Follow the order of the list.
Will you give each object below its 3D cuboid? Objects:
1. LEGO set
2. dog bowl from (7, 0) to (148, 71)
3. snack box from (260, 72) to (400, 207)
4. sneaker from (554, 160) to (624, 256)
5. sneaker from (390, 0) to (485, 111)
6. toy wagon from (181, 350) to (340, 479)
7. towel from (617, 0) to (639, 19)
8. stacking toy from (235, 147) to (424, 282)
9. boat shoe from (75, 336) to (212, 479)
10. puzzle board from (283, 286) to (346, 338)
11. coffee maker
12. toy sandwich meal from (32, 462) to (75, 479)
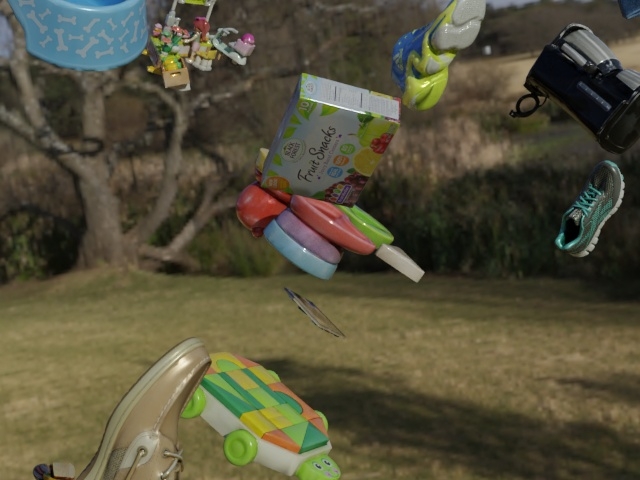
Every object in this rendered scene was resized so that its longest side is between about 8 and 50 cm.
[{"bbox_3d":[-0.197,-0.312,1.547,0.132,0.107,0.287,25,22,8],"label":"LEGO set"},{"bbox_3d":[-0.329,-0.303,1.168,0.297,0.074,0.166,28,43,6],"label":"dog bowl"},{"bbox_3d":[0.008,-0.094,1.005,0.100,0.037,0.141,14,-37,-11],"label":"snack box"},{"bbox_3d":[0.421,-0.046,1.622,0.065,0.167,0.076,32,24,35],"label":"sneaker"},{"bbox_3d":[0.188,-0.350,1.790,0.091,0.240,0.126,4,35,-42],"label":"sneaker"},{"bbox_3d":[-0.080,0.309,1.715,0.344,0.068,0.267,37,15,23],"label":"toy wagon"},{"bbox_3d":[0.422,-0.323,1.272,0.119,0.067,0.029,-18,6,25],"label":"towel"},{"bbox_3d":[0.000,0.000,1.717,0.279,0.130,0.309,31,11,-27],"label":"stacking toy"},{"bbox_3d":[-0.226,0.285,1.325,0.110,0.341,0.121,32,0,13],"label":"boat shoe"},{"bbox_3d":[-0.011,0.129,1.794,0.011,0.096,0.128,-47,-26,3],"label":"puzzle board"},{"bbox_3d":[0.406,-0.211,1.559,0.120,0.171,0.178,-5,43,-34],"label":"coffee maker"},{"bbox_3d":[-0.520,0.456,2.017,0.085,0.029,0.085,25,16,-8],"label":"toy sandwich meal"}]
